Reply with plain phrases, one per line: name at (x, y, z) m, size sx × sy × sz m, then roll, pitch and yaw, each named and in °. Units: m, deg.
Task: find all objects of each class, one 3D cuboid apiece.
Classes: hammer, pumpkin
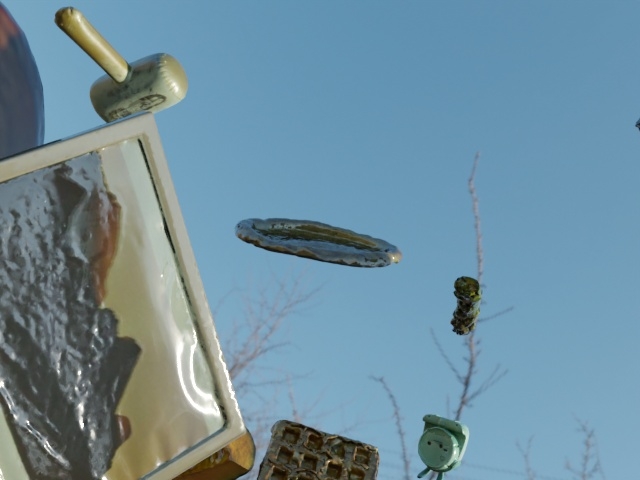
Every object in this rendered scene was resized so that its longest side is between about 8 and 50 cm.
hammer at (-0.405, -0.343, 1.573) m, size 0.202 × 0.113 × 0.305 m, roll -21°, pitch -32°, yaw 16°
pumpkin at (-0.272, 0.359, 1.470) m, size 0.312 × 0.148 × 0.169 m, roll 26°, pitch -62°, yaw 2°

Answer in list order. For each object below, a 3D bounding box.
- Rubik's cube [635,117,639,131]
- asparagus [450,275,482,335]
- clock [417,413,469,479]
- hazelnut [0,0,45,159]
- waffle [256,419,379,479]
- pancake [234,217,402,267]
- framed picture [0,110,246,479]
Rubik's cube at (0.478, -0.155, 0.858) m, size 0.180 × 0.167 × 0.183 m, roll 38°, pitch -11°, yaw 0°
asparagus at (0.180, 0.087, 1.020) m, size 0.165 × 0.036 × 0.030 m, roll 80°, pitch -4°, yaw -64°
clock at (0.247, 0.433, 1.698) m, size 0.101 × 0.135 × 0.041 m, roll 8°, pitch -11°, yaw 38°
hazelnut at (-0.444, -0.091, 0.689) m, size 0.353 × 0.421 × 0.421 m, roll 32°, pitch -30°, yaw 54°
waffle at (-0.019, 0.459, 1.394) m, size 0.213 × 0.308 × 0.091 m, roll 17°, pitch -55°, yaw 2°
pancake at (0.000, 0.002, 0.932) m, size 0.199 × 0.199 × 0.021 m, roll 17°, pitch -78°, yaw 37°
framed picture at (-0.161, 0.066, 0.562) m, size 0.018 × 0.192 × 0.265 m, roll 10°, pitch -60°, yaw 49°
